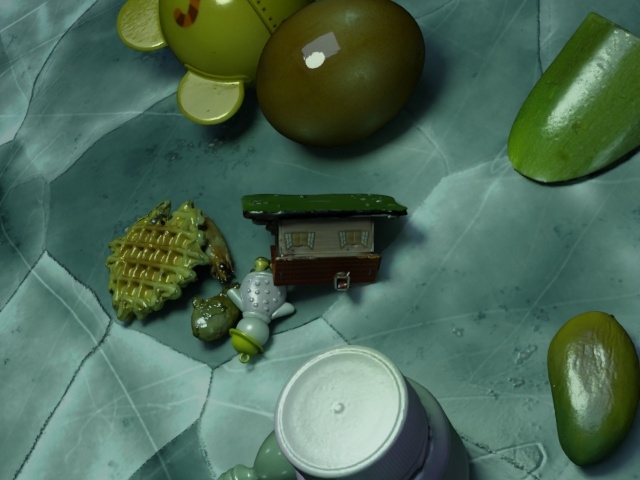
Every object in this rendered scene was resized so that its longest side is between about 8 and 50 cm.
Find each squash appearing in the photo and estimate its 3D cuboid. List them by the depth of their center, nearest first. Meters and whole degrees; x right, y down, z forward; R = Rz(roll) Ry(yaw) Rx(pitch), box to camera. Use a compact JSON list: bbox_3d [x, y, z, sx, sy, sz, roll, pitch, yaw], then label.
[{"bbox_3d":[0.493,-0.232,1.761,0.233,0.210,0.309,43,110,37],"label":"squash"}]

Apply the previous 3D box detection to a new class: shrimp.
[{"bbox_3d":[-0.247,0.029,1.920,0.133,0.053,0.236,-36,47,-4],"label":"shrimp"}]

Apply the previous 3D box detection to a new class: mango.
[{"bbox_3d":[0.420,0.221,1.464,0.137,0.091,0.238,-15,59,21],"label":"mango"}]

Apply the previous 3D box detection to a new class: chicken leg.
[{"bbox_3d":[-0.181,0.116,1.819,0.093,0.070,0.178,47,70,0],"label":"chicken leg"}]

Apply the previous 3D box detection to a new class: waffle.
[{"bbox_3d":[-0.329,0.033,1.924,0.261,0.056,0.250,-35,45,13],"label":"waffle"}]

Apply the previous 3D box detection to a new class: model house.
[{"bbox_3d":[0.001,0.000,1.765,0.293,0.154,0.207,-1,10,-7],"label":"model house"}]

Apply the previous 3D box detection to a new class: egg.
[{"bbox_3d":[0.040,-0.335,1.895,0.351,0.283,0.283,-27,50,-3],"label":"egg"}]

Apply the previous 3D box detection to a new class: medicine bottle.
[{"bbox_3d":[0.077,0.308,1.419,0.241,0.302,0.241,-12,54,17],"label":"medicine bottle"}]

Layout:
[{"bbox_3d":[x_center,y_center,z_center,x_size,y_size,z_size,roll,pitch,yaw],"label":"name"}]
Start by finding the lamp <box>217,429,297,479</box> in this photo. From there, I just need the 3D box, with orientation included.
[{"bbox_3d":[-0.077,0.369,1.585,0.193,0.106,0.106,-33,50,14],"label":"lamp"}]

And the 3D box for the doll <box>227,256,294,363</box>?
[{"bbox_3d":[-0.115,0.129,1.774,0.129,0.081,0.207,17,66,-4],"label":"doll"}]

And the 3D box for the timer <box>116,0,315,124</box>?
[{"bbox_3d":[-0.210,-0.466,2.065,0.387,0.376,0.376,-41,51,-3],"label":"timer"}]
